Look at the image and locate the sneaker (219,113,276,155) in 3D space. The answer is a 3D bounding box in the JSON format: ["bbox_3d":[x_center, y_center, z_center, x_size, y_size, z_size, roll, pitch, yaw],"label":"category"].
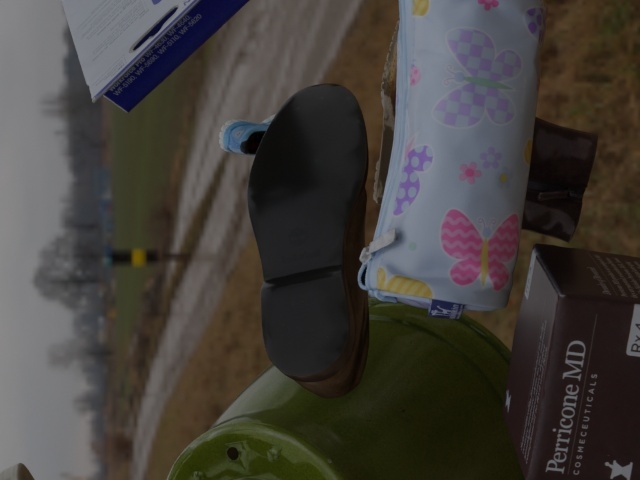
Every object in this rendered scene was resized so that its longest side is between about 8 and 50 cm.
[{"bbox_3d":[-0.066,-0.148,2.011,0.073,0.162,0.063,34,129,49],"label":"sneaker"}]

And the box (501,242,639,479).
[{"bbox_3d":[0.276,0.113,1.161,0.167,0.203,0.168,-89,6,-76],"label":"box"}]

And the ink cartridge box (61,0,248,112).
[{"bbox_3d":[-0.159,-0.230,1.288,0.065,0.165,0.332,43,-169,-31],"label":"ink cartridge box"}]

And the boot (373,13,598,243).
[{"bbox_3d":[0.163,-0.120,1.303,0.090,0.207,0.248,-67,-16,-58],"label":"boot"}]

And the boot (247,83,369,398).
[{"bbox_3d":[0.000,0.000,1.275,0.115,0.112,0.305,53,-145,-60],"label":"boot"}]

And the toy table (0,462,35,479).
[{"bbox_3d":[-0.208,0.329,1.173,0.161,0.274,0.252,-102,-4,-66],"label":"toy table"}]

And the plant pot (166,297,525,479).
[{"bbox_3d":[0.020,0.270,1.450,0.353,0.367,0.366,-17,-69,-61],"label":"plant pot"}]

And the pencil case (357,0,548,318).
[{"bbox_3d":[0.107,-0.075,1.094,0.113,0.124,0.273,56,-137,-88],"label":"pencil case"}]
